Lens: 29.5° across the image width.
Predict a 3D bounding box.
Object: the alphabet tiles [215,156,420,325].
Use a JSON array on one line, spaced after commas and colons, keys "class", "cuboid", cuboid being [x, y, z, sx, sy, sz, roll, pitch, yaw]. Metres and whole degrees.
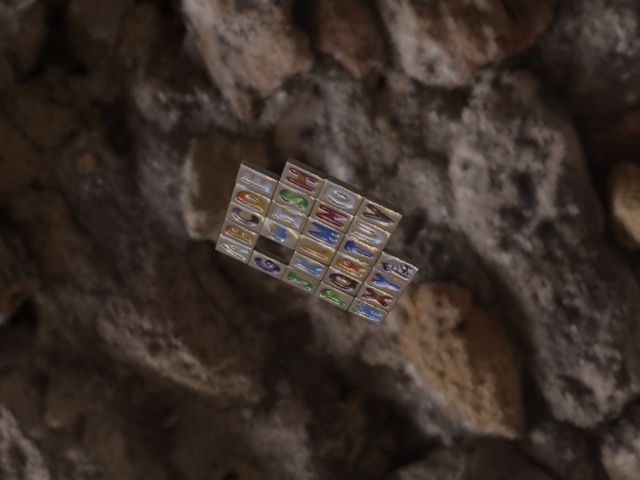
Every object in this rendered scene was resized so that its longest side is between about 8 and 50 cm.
[{"class": "alphabet tiles", "cuboid": [0.000, 0.000, 1.211, 0.198, 0.009, 0.237, 25, 153, 0]}]
